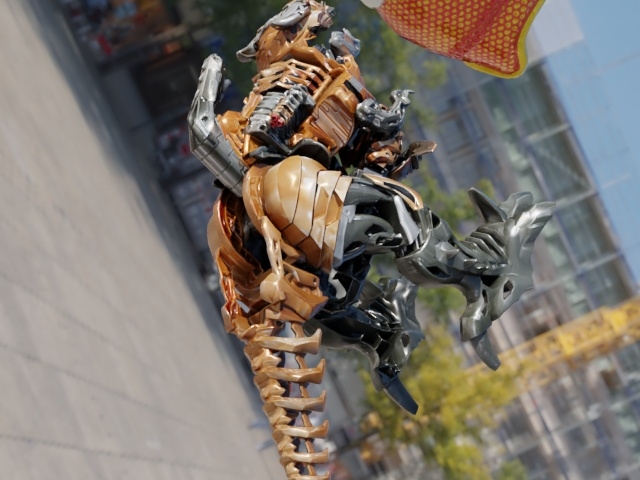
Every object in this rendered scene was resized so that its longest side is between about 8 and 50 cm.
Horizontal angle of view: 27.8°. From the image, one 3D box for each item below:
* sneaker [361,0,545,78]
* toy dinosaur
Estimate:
[{"bbox_3d":[0.076,-0.121,0.322,0.067,0.175,0.064,27,24,-25],"label":"sneaker"},{"bbox_3d":[0.000,0.000,0.792,0.218,0.322,0.164,29,-22,-29],"label":"toy dinosaur"}]
